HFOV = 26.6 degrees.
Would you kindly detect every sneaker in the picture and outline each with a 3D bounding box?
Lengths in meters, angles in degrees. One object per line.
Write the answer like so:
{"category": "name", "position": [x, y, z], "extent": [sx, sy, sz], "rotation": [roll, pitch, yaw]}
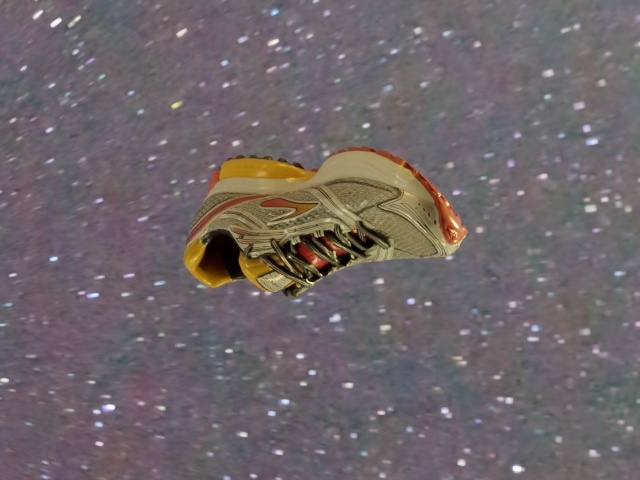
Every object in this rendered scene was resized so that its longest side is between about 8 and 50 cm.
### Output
{"category": "sneaker", "position": [0.000, 0.000, 0.900], "extent": [0.088, 0.225, 0.092], "rotation": [48, -124, -33]}
